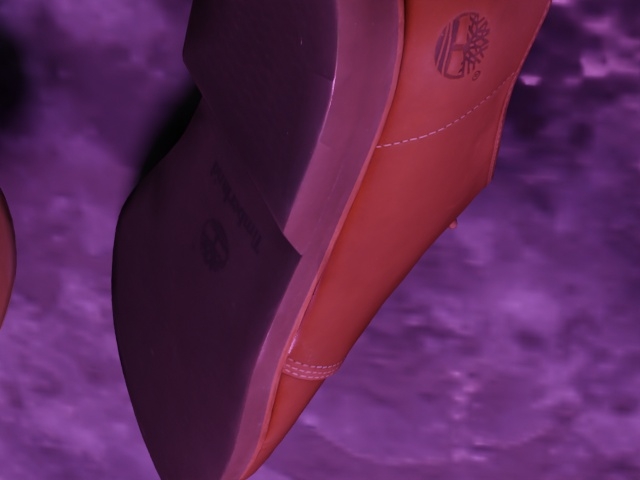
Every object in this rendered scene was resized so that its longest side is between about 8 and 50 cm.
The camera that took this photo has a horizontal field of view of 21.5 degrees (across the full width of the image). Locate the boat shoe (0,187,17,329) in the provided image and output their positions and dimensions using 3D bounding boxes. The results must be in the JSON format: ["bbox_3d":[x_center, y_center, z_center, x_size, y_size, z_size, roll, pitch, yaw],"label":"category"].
[{"bbox_3d":[-0.215,-0.039,0.401,0.302,0.109,0.098,21,171,-6],"label":"boat shoe"}]

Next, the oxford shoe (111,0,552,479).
[{"bbox_3d":[0.000,0.000,0.399,0.076,0.076,0.212,-13,152,-29],"label":"oxford shoe"}]
